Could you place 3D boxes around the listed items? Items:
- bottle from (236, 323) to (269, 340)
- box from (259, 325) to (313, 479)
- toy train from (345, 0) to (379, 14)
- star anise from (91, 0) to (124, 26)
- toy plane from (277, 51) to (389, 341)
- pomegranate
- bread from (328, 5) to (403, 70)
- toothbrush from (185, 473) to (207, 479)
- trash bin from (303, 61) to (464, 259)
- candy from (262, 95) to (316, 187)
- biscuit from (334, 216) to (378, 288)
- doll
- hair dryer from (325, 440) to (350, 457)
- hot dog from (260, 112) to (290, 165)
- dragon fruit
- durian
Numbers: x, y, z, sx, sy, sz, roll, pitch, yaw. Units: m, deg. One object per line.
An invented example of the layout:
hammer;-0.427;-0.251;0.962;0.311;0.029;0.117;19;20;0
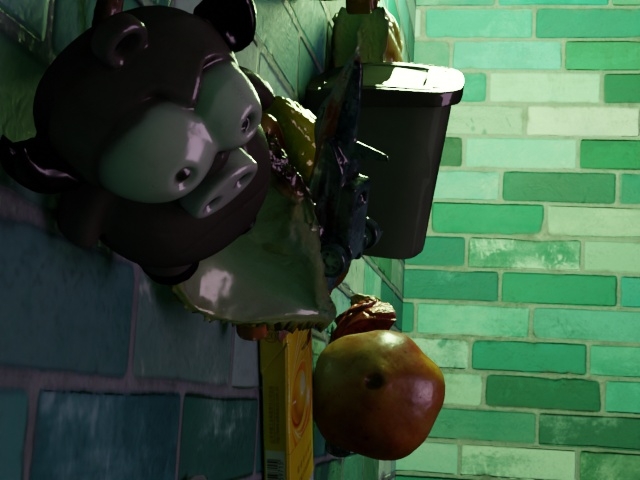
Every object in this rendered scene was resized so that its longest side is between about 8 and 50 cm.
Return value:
bottle;-0.069;0.015;1.124;0.069;0.069;0.187;-69;160;-64
box;-0.041;0.204;1.417;0.152;0.044;0.269;-60;151;-71
toy train;0.106;-0.445;1.542;0.429;0.249;0.178;-71;161;-59
star anise;-0.141;-0.186;0.731;0.140;0.144;0.158;46;5;-2
toy plane;0.017;-0.049;1.226;0.223;0.104;0.326;-39;153;-56
pomegranate;0.088;0.239;1.712;0.209;0.209;0.209;2;90;-81
bread;0.076;-0.243;1.828;0.246;0.111;0.239;31;61;-79
toothbrush;-0.137;0.253;0.902;0.288;0.024;0.026;-48;153;-77
trash bin;0.083;-0.120;1.608;0.220;0.219;0.250;-61;158;-69
candy;-0.027;-0.100;1.301;0.199;0.094;0.106;63;35;-59
biscuit;0.000;-0.001;1.468;0.138;0.031;0.205;-55;153;9
doll;-0.102;-0.057;0.716;0.182;0.117;0.257;-42;164;-16
hair dryer;0.083;0.255;1.885;0.195;0.050;0.173;-48;-161;37
hot dog;-0.066;-0.071;1.181;0.140;0.060;0.089;67;29;-53
dragon fruit;0.057;0.145;1.908;0.106;0.083;0.162;-93;-156;-49
durian;-0.062;-0.007;0.955;0.144;0.139;0.252;-84;170;-50
